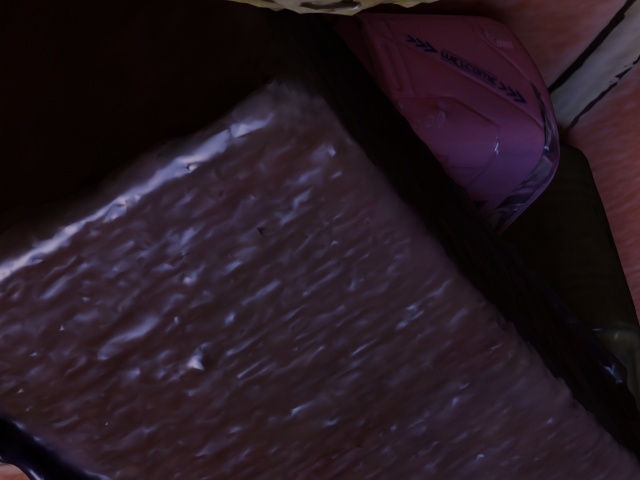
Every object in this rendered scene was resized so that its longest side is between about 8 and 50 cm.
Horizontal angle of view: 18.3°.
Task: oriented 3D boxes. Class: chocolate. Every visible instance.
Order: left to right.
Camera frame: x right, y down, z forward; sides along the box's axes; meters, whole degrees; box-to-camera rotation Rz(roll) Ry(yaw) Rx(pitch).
[{"bbox_3d":[0.004,0.029,0.544,0.112,0.112,0.321,-30,140,14],"label":"chocolate"}]

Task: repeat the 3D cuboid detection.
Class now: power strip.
[{"bbox_3d":[0.113,0.068,0.860,0.066,0.092,0.387,-17,157,3],"label":"power strip"}]

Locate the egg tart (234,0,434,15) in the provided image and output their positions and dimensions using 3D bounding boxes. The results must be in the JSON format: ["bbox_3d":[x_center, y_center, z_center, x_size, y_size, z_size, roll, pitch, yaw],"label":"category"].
[{"bbox_3d":[0.037,-0.133,0.353,0.234,0.094,0.234,-13,157,-5],"label":"egg tart"}]

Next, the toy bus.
[{"bbox_3d":[0.000,0.000,0.664,0.090,0.063,0.203,-2,152,-33],"label":"toy bus"}]
